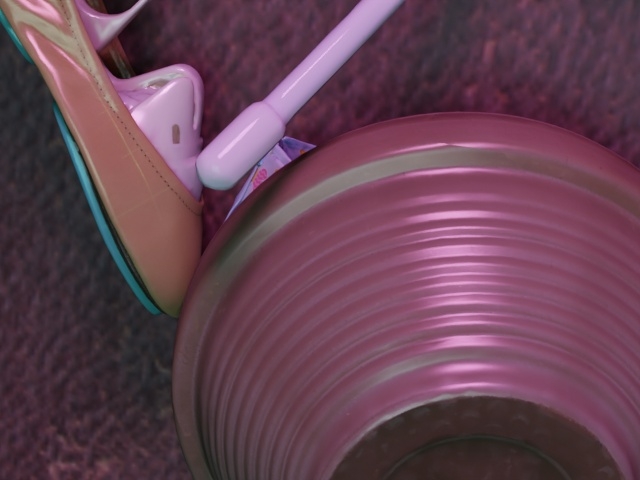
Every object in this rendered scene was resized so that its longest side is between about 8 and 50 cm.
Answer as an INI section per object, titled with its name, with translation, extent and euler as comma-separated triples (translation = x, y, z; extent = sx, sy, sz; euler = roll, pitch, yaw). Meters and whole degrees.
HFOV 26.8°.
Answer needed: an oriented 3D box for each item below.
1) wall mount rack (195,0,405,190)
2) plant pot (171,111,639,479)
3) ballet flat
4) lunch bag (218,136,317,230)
[wall mount rack]
translation = -0.004, -0.207, 0.485
extent = 0.350, 0.130, 0.304
euler = 44, 111, -1
[plant pot]
translation = 0.055, 0.077, 0.534
extent = 0.237, 0.110, 0.237
euler = 0, 117, 0
[ballet flat]
translation = -0.091, -0.078, 0.576
extent = 0.073, 0.080, 0.232
euler = -26, 100, 4
[lunch bag]
translation = 0.000, 0.000, 0.588
extent = 0.083, 0.053, 0.071
euler = 26, 112, -6
